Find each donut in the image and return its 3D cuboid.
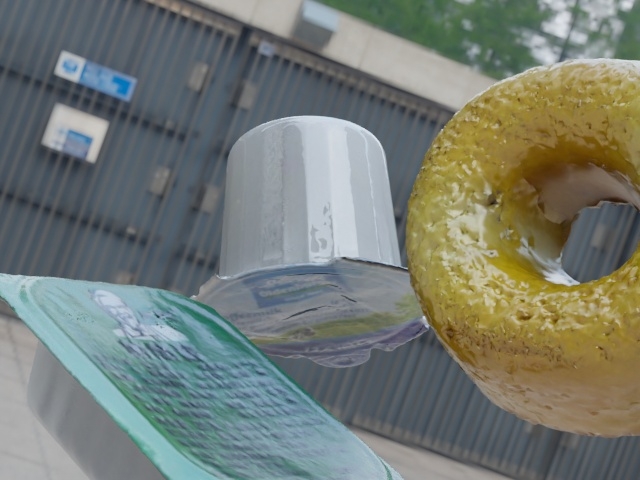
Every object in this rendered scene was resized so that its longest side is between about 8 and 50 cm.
[{"bbox_3d":[0.175,-0.007,0.824,0.277,0.277,0.108,20,-7,42],"label":"donut"}]

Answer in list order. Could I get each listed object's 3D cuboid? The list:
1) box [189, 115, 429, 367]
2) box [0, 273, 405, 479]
[{"bbox_3d":[0.000,0.000,1.371,0.262,0.206,0.291,-9,-26,17],"label":"box"},{"bbox_3d":[-0.116,0.159,1.023,0.337,0.106,0.264,37,16,36],"label":"box"}]
